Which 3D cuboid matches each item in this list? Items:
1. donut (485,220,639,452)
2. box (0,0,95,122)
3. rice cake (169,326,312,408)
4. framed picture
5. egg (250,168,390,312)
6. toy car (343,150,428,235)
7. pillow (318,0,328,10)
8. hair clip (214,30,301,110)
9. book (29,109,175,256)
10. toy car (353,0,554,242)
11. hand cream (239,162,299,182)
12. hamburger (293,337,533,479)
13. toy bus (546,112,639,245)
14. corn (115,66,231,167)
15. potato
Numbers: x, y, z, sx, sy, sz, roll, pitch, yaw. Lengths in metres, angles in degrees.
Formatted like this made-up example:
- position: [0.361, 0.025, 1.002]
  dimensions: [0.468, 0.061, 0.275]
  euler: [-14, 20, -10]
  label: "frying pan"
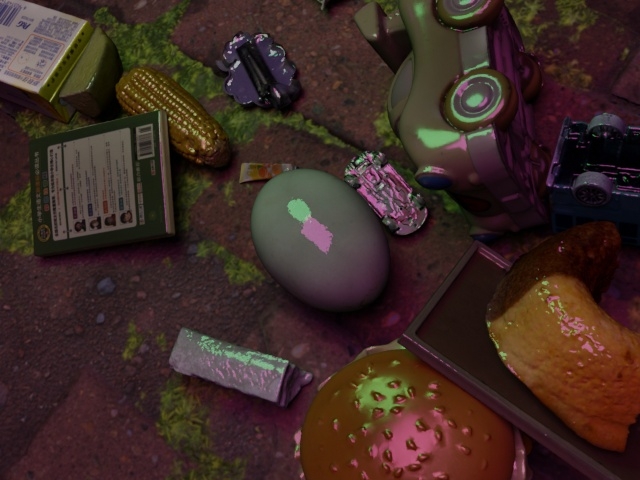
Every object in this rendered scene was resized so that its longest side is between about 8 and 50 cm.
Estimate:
- position: [0.277, 0.069, 0.884]
  dimensions: [0.151, 0.112, 0.295]
  euler: [18, 41, -11]
  label: "donut"
- position: [-0.537, -0.339, 1.435]
  dimensions: [0.265, 0.097, 0.168]
  euler: [20, 75, 24]
  label: "box"
- position: [-0.120, 0.180, 1.106]
  dimensions: [0.206, 0.063, 0.069]
  euler: [16, 75, 23]
  label: "rice cake"
- position: [0.268, 0.140, 0.910]
  dimensions: [0.315, 0.024, 0.232]
  euler: [34, 42, 12]
  label: "framed picture"
- position: [0.000, 0.000, 1.086]
  dimensions: [0.168, 0.168, 0.231]
  euler: [-41, 66, -3]
  label: "egg"
- position: [0.095, -0.068, 1.149]
  dimensions: [0.069, 0.055, 0.142]
  euler: [-41, 83, -6]
  label: "toy car"
- position: [0.070, -0.508, 1.331]
  dimensions: [0.254, 0.078, 0.144]
  euler: [-32, 63, 3]
  label: "pillow"
- position: [-0.110, -0.285, 1.310]
  dimensions: [0.124, 0.052, 0.195]
  euler: [-30, 57, -3]
  label: "hair clip"
- position: [-0.356, -0.088, 1.264]
  dimensions: [0.264, 0.027, 0.202]
  euler: [-9, 82, 22]
  label: "book"
- position: [0.178, -0.182, 1.070]
  dimensions: [0.226, 0.242, 0.336]
  euler: [-12, 63, 27]
  label: "toy car"
- position: [-0.083, -0.108, 1.242]
  dimensions: [0.102, 0.022, 0.035]
  euler: [1, 76, 22]
  label: "hand cream"
- position: [0.107, 0.247, 0.923]
  dimensions: [0.274, 0.212, 0.274]
  euler: [-6, 67, 15]
  label: "hamburger"
- position: [0.428, -0.065, 0.993]
  dimensions: [0.256, 0.147, 0.128]
  euler: [10, 60, 24]
  label: "toy bus"
- position: [-0.246, -0.205, 1.293]
  dimensions: [0.097, 0.097, 0.262]
  euler: [-46, 65, -5]
  label: "corn"
- position: [-0.363, -0.287, 1.343]
  dimensions: [0.120, 0.081, 0.149]
  euler: [10, 71, 49]
  label: "potato"
